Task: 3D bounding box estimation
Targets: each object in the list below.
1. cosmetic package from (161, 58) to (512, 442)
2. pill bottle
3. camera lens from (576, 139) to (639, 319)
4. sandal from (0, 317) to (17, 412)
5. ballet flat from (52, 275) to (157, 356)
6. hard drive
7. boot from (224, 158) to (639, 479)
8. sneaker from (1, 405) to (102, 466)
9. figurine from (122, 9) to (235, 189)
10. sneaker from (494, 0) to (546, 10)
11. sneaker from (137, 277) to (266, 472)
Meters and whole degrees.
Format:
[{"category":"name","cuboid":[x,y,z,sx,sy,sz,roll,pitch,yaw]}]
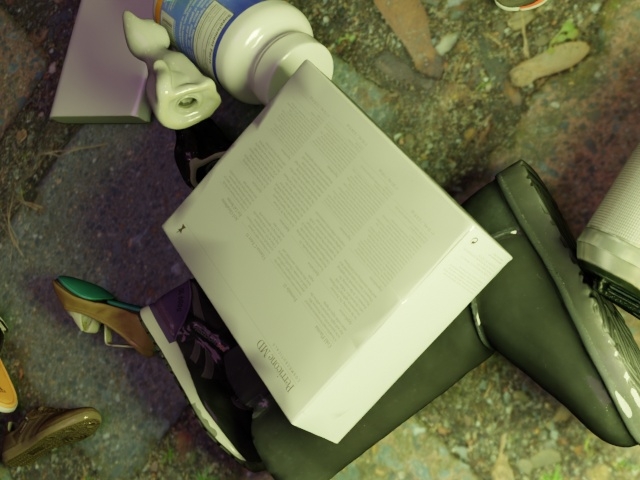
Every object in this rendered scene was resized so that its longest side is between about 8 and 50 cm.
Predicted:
[{"category":"cosmetic package","cuboid":[0.000,0.000,1.286,0.284,0.097,0.377,-46,46,8]},{"category":"pill bottle","cuboid":[-0.106,-0.285,1.561,0.272,0.152,0.152,41,99,36]},{"category":"camera lens","cuboid":[0.400,-0.031,1.082,0.219,0.219,0.274,34,94,37]},{"category":"sandal","cuboid":[-0.527,0.151,1.741,0.076,0.102,0.265,-45,63,12]},{"category":"ballet flat","cuboid":[-0.318,0.112,1.620,0.232,0.080,0.073,17,95,38]},{"category":"hard drive","cuboid":[-0.323,-0.339,1.799,0.203,0.040,0.307,4,77,35]},{"category":"boot","cuboid":[0.119,0.166,1.250,0.445,0.146,0.367,-33,48,17]},{"category":"sneaker","cuboid":[-0.402,0.269,1.627,0.188,0.066,0.071,-27,59,24]},{"category":"figurine","cuboid":[-0.208,-0.207,1.576,0.092,0.215,0.209,-29,51,-8]},{"category":"sneaker","cuboid":[0.279,-0.337,1.369,0.158,0.065,0.061,-19,64,28]},{"category":"sneaker","cuboid":[-0.124,0.164,1.453,0.124,0.107,0.283,-36,65,-1]}]
